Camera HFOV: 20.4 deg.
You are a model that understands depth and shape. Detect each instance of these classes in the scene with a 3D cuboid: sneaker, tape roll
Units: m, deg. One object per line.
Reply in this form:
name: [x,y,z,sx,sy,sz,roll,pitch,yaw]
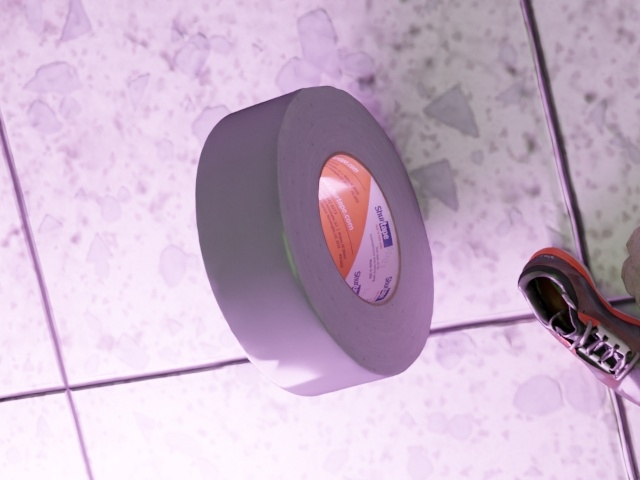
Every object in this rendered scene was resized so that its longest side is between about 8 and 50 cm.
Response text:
sneaker: [0.200,0.074,1.293,0.158,0.065,0.061,42,117,14]
tape roll: [0.000,0.000,1.294,0.072,0.219,0.219,-16,94,28]

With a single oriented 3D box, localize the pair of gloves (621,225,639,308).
pair of gloves: [0.289,0.009,1.186,0.204,0.042,0.240,-118,37,-44]
